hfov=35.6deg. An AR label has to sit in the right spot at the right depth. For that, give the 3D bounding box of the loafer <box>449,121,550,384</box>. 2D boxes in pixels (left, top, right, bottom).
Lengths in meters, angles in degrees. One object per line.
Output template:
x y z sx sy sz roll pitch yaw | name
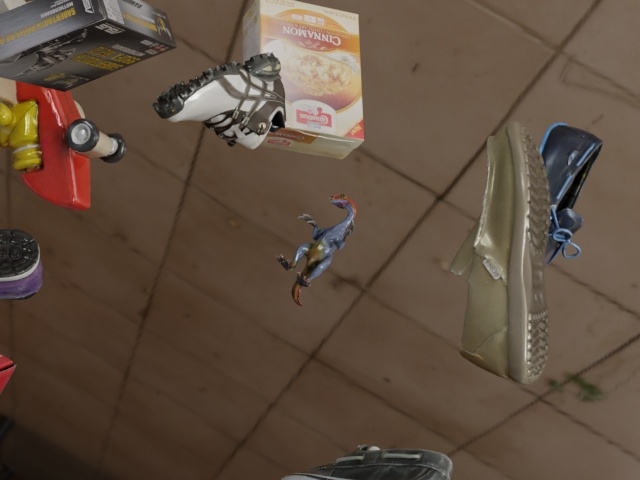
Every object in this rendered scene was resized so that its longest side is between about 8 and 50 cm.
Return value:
0.181 0.011 1.023 0.092 0.269 0.102 -1 172 26 | loafer

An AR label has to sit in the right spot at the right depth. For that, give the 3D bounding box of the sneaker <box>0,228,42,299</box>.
-0.560 0.056 1.485 0.283 0.107 0.124 3 146 -8 | sneaker

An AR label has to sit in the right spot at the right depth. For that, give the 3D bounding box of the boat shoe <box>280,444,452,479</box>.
0.067 0.355 1.428 0.335 0.119 0.121 -11 127 49 | boat shoe

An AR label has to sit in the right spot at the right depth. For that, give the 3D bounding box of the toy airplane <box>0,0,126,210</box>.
-0.562 -0.261 1.846 0.272 0.384 0.386 -29 124 9 | toy airplane

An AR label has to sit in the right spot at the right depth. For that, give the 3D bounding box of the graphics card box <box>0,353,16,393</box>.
-0.626 0.167 1.335 0.370 0.233 0.094 33 -171 6 | graphics card box

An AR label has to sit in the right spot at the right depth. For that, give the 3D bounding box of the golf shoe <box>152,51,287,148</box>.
-0.091 -0.137 1.039 0.077 0.198 0.094 -14 99 36 | golf shoe

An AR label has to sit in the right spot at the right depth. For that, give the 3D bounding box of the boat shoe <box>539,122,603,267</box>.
0.326 -0.038 1.393 0.089 0.258 0.109 16 -179 23 | boat shoe

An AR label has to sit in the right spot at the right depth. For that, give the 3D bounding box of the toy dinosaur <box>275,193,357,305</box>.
0.000 0.000 0.864 0.047 0.082 0.090 41 151 13 | toy dinosaur

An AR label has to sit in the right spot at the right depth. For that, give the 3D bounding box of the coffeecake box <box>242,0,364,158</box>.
-0.024 -0.210 1.290 0.142 0.186 0.068 7 159 -23 | coffeecake box

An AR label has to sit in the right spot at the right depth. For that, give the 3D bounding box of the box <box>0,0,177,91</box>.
-0.311 -0.257 1.275 0.183 0.231 0.056 -19 88 12 | box
